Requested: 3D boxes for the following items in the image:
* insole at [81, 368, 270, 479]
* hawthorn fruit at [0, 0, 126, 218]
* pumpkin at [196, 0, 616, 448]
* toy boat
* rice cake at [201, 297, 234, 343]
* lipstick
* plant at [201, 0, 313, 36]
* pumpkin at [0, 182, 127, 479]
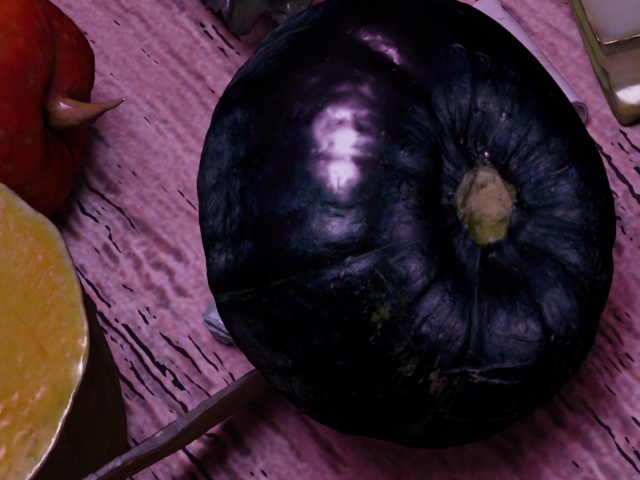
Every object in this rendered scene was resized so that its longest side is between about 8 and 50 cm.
[{"bbox_3d":[-0.104,0.140,1.334,0.248,0.081,0.011,-30,77,-42],"label":"insole"},{"bbox_3d":[-0.311,-0.103,1.518,0.262,0.258,0.258,13,53,-17],"label":"hawthorn fruit"},{"bbox_3d":[0.052,-0.010,1.312,0.238,0.315,0.315,-17,43,50],"label":"pumpkin"},{"bbox_3d":[0.247,-0.224,1.529,0.111,0.084,0.276,-13,54,10],"label":"toy boat"},{"bbox_3d":[0.000,0.000,1.473,0.124,0.038,0.211,18,63,26],"label":"rice cake"},{"bbox_3d":[0.160,-0.139,1.521,0.040,0.040,0.141,-30,53,-5],"label":"lipstick"},{"bbox_3d":[-0.067,-0.257,1.615,0.142,0.131,0.203,-37,55,-14],"label":"plant"},{"bbox_3d":[-0.287,0.130,1.386,0.332,0.199,0.332,-10,60,17],"label":"pumpkin"}]
